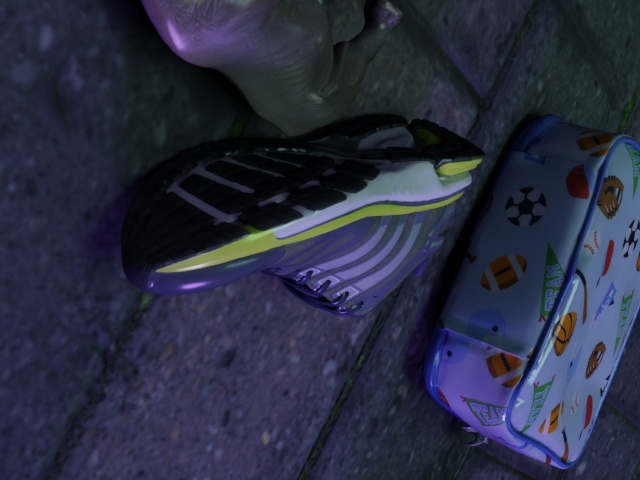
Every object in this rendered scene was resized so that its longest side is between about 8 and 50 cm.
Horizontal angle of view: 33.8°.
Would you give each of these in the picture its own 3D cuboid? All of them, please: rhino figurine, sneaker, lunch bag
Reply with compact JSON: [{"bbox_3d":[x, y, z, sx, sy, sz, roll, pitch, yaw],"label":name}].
[{"bbox_3d":[-0.047,-0.141,0.582,0.243,0.073,0.106,33,77,-51],"label":"rhino figurine"},{"bbox_3d":[0.000,0.000,0.681,0.300,0.111,0.121,-15,122,-45],"label":"sneaker"},{"bbox_3d":[0.215,0.058,0.967,0.243,0.115,0.303,37,77,-54],"label":"lunch bag"}]
